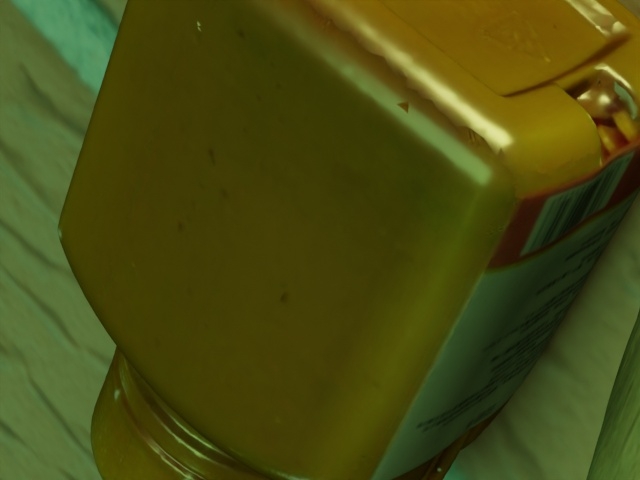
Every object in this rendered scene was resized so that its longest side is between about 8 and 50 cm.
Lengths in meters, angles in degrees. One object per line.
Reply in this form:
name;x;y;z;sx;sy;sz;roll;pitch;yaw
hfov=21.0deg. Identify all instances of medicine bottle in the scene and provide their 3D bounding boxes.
medicine bottle;0.001;0.000;0.558;0.149;0.112;0.222;42;132;20

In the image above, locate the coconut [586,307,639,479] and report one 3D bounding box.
coconut;0.159;0.064;0.387;0.224;0.224;0.224;20;121;35
